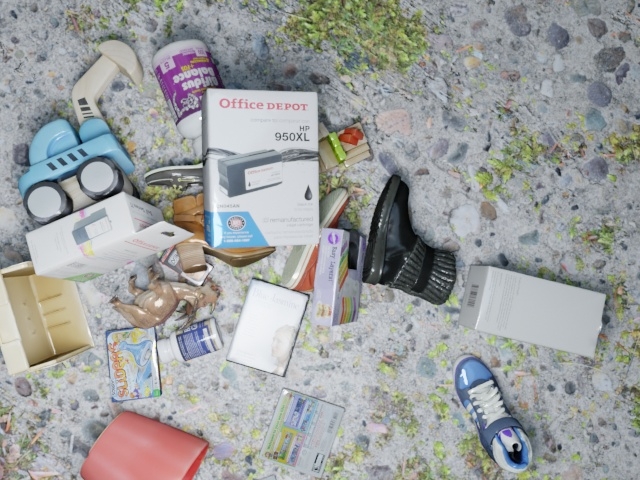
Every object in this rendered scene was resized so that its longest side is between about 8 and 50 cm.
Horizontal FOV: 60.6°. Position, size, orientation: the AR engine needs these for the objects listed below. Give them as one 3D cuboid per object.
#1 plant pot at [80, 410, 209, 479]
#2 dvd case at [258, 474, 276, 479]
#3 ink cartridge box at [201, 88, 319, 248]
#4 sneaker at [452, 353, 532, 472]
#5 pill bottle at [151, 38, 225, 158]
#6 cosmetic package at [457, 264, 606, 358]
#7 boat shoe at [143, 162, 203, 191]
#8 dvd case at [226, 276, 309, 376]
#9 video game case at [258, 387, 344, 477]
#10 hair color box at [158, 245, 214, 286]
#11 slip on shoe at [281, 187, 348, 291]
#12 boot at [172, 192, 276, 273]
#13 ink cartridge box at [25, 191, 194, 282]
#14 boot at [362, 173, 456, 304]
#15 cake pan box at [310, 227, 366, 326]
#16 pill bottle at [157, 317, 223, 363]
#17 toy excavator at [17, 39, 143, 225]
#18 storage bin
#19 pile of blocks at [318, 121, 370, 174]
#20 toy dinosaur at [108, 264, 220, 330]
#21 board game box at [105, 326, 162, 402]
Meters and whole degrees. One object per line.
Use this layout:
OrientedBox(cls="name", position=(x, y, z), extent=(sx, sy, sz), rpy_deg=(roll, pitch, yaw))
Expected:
OrientedBox(cls="plant pot", position=(-0.471, 0.598, 1.449), extent=(0.243, 0.275, 0.275), rpy_deg=(30, 85, 5))
OrientedBox(cls="dvd case", position=(-0.171, 0.794, 1.502), extent=(0.179, 0.029, 0.239), rpy_deg=(-13, 61, -21))
OrientedBox(cls="ink cartridge box", position=(-0.159, -0.187, 1.434), extent=(0.285, 0.166, 0.395), rpy_deg=(-3, 97, -17))
OrientedBox(cls="sneaker", position=(0.498, 0.491, 1.552), extent=(0.130, 0.236, 0.323), rpy_deg=(-19, 90, -6))
OrientedBox(cls="pill bottle", position=(-0.343, -0.391, 1.540), extent=(0.169, 0.169, 0.301), rpy_deg=(-23, 90, -6))
OrientedBox(cls="cosmetic package", position=(0.620, 0.206, 1.619), extent=(0.365, 0.155, 0.197), rpy_deg=(15, 87, -6))
OrientedBox(cls="boat shoe", position=(-0.387, -0.176, 1.569), extent=(0.227, 0.081, 0.069), rpy_deg=(-10, 84, -9))
OrientedBox(cls="dvd case", position=(-0.152, 0.254, 1.604), extent=(0.180, 0.022, 0.253), rpy_deg=(18, 86, -5))
OrientedBox(cls="video game case", position=(-0.055, 0.561, 1.600), extent=(0.193, 0.023, 0.212), rpy_deg=(20, 86, -5))
OrientedBox(cls="hair color box", position=(-0.385, 0.067, 1.577), extent=(0.141, 0.043, 0.072), rpy_deg=(33, 84, -5))
OrientedBox(cls="slip on shoe", position=(0.000, 0.000, 1.594), extent=(0.101, 0.123, 0.331), rpy_deg=(28, 85, -26))
OrientedBox(cls="boot", position=(-0.281, -0.031, 1.575), extent=(0.283, 0.109, 0.220), rpy_deg=(-9, 72, -15))
OrientedBox(cls="ink cartridge box", position=(-0.535, -0.014, 1.424), extent=(0.353, 0.207, 0.119), rpy_deg=(-21, 77, 6))
OrientedBox(cls="boot", position=(0.277, -0.001, 1.604), extent=(0.260, 0.131, 0.348), rpy_deg=(13, 83, -8))
OrientedBox(cls="cake pan box", position=(0.055, 0.098, 1.520), extent=(0.070, 0.246, 0.267), rpy_deg=(6, 86, 18))
OrientedBox(cls="pill bottle", position=(-0.367, 0.287, 1.544), extent=(0.169, 0.094, 0.094), rpy_deg=(-18, 89, -7))
OrientedBox(cls="toy excavator", position=(-0.638, -0.288, 1.500), extent=(0.433, 0.222, 0.445), rpy_deg=(-27, 82, -8))
OrientedBox(cls="storage bin", position=(-0.732, 0.193, 1.431), extent=(0.123, 0.260, 0.262), rpy_deg=(-17, 89, -2))
OrientedBox(cls="pile of blocks", position=(-0.027, -0.274, 1.595), extent=(0.362, 0.112, 0.149), rpy_deg=(-1, 87, -5))
OrientedBox(cls="toy dinosaur", position=(-0.445, 0.184, 1.514), extent=(0.295, 0.127, 0.200), rpy_deg=(-27, 112, 13))
OrientedBox(cls="board game box", position=(-0.529, 0.348, 1.554), extent=(0.136, 0.035, 0.201), rpy_deg=(-6, 88, -6))
